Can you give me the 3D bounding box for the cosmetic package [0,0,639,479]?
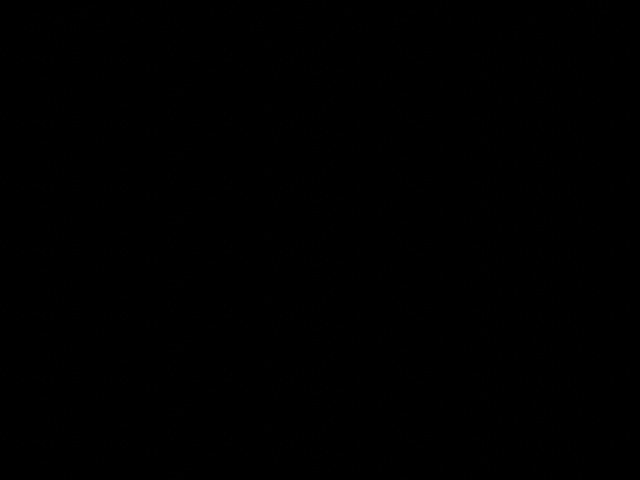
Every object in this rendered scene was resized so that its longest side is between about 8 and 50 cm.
[{"bbox_3d":[0.000,0.000,0.181,0.394,0.327,0.329,25,-133,20],"label":"cosmetic package"}]
